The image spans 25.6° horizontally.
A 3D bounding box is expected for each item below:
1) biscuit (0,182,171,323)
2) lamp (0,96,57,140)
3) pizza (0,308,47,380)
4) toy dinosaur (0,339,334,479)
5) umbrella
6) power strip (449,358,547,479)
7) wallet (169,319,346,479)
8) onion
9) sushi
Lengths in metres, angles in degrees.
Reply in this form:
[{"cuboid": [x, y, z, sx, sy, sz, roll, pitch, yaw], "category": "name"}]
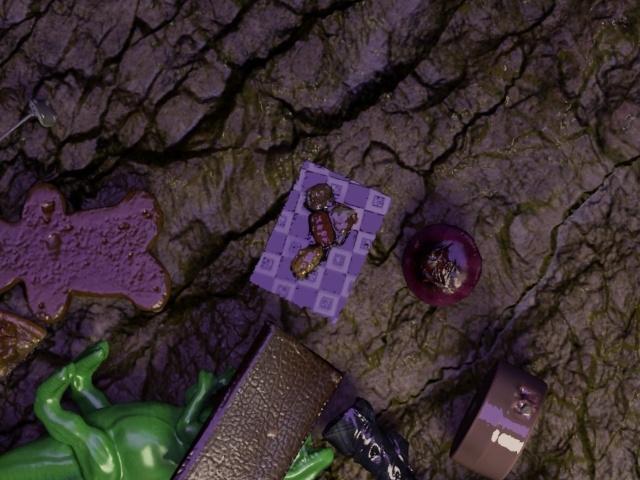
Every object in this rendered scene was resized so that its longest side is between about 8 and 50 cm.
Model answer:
[{"cuboid": [-0.359, 0.017, 1.951, 0.301, 0.049, 0.197, -4, 76, -1], "category": "biscuit"}, {"cuboid": [-0.463, -0.130, 1.988, 0.198, 0.056, 0.050, -35, 83, 6], "category": "lamp"}, {"cuboid": [-0.461, 0.140, 1.936, 0.160, 0.036, 0.099, 9, 81, 2], "category": "pizza"}, {"cuboid": [-0.274, 0.346, 1.886, 0.374, 0.144, 0.500, 42, 94, -7], "category": "toy dinosaur"}, {"cuboid": [0.100, 0.313, 1.896, 0.080, 0.071, 0.224, -40, 88, 16], "category": "umbrella"}, {"cuboid": [0.235, 0.237, 1.861, 0.078, 0.154, 0.154, 27, 82, 4], "category": "power strip"}, {"cuboid": [-0.080, 0.239, 1.827, 0.133, 0.039, 0.243, 34, 76, -15], "category": "wallet"}, {"cuboid": [0.164, 0.033, 1.922, 0.115, 0.104, 0.115, -2, 83, 17], "category": "onion"}, {"cuboid": [0.000, 0.000, 1.962, 0.139, 0.031, 0.201, 24, 81, 3], "category": "sushi"}]
